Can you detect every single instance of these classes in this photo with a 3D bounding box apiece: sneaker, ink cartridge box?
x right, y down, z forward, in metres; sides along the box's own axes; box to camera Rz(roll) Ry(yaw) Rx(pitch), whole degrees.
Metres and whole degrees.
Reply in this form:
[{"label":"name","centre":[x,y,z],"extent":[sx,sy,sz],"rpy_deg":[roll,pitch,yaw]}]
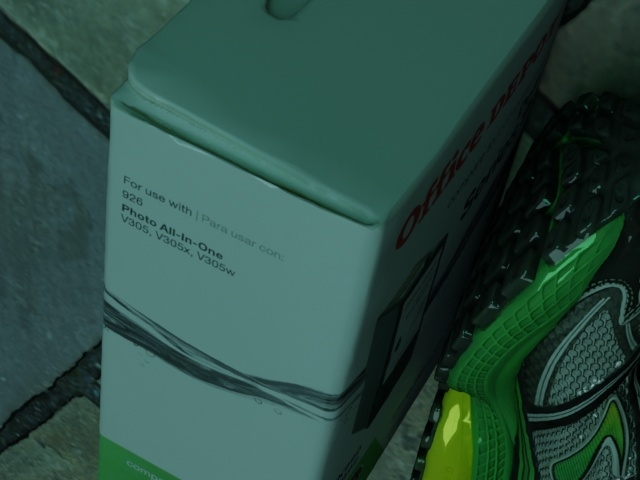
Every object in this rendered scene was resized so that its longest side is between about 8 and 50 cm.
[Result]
[{"label":"sneaker","centre":[0.139,0.057,0.720],"extent":[0.146,0.134,0.343],"rpy_deg":[19,148,10]},{"label":"ink cartridge box","centre":[0.000,0.000,0.676],"extent":[0.121,0.211,0.289],"rpy_deg":[27,141,13]}]
